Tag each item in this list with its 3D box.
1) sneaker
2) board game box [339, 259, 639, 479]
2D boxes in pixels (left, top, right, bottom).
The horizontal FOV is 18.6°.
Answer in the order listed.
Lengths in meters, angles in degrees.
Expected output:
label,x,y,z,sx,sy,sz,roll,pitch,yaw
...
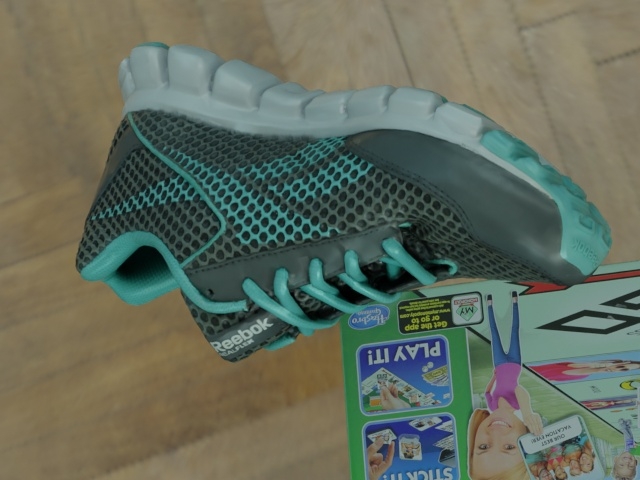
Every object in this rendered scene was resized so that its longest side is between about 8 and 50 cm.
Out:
label,x,y,z,sx,sy,sz,roll,pitch,yaw
sneaker,0.000,0.000,0.508,0.065,0.166,0.076,35,74,-44
board game box,0.174,0.122,1.181,0.317,0.046,0.213,-8,73,14
